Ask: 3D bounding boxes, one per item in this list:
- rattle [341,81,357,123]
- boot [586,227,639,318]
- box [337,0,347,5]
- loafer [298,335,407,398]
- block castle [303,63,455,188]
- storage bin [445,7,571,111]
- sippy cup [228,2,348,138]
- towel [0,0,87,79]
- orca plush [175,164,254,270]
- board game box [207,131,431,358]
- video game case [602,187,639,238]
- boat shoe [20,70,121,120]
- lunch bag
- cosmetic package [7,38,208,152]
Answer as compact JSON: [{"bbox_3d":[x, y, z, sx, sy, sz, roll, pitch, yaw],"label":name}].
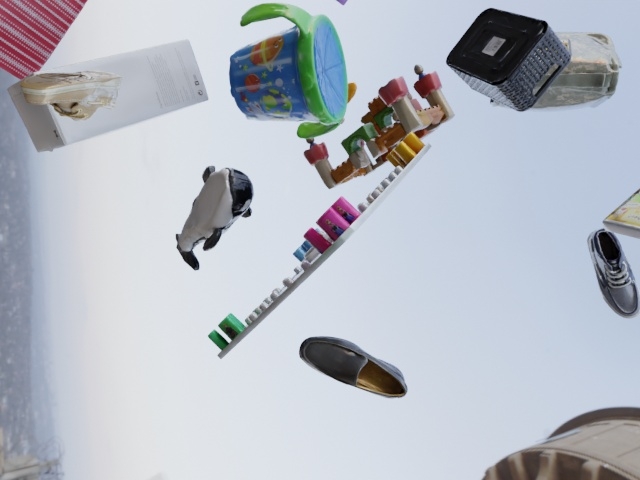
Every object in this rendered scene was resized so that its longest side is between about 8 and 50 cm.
[{"bbox_3d":[0.016,-0.463,1.643,0.143,0.199,0.130,-37,-125,35],"label":"rattle"},{"bbox_3d":[0.585,0.067,1.010,0.069,0.086,0.190,-24,-102,20],"label":"boot"},{"bbox_3d":[0.088,-0.549,0.804,0.293,0.057,0.201,-46,-142,30],"label":"box"},{"bbox_3d":[0.051,0.185,0.743,0.061,0.170,0.062,153,-43,-82],"label":"loafer"},{"bbox_3d":[0.180,-0.374,1.662,0.453,0.303,0.213,-31,-94,45],"label":"block castle"},{"bbox_3d":[0.321,-0.318,0.883,0.122,0.084,0.180,-52,-146,14],"label":"storage bin"},{"bbox_3d":[-0.077,-0.369,1.151,0.224,0.240,0.305,-3,-70,22],"label":"sippy cup"},{"bbox_3d":[-0.689,-0.530,1.167,0.031,0.199,0.275,36,-89,41],"label":"towel"},{"bbox_3d":[-0.173,-0.032,0.919,0.287,0.102,0.151,-54,-138,40],"label":"orca plush"},{"bbox_3d":[0.000,0.000,0.899,0.050,0.390,0.390,45,-51,0],"label":"board game box"},{"bbox_3d":[0.578,-0.060,0.737,0.026,0.206,0.227,55,-9,-24],"label":"video game case"},{"bbox_3d":[-0.314,-0.184,0.656,0.170,0.063,0.059,-58,159,-66],"label":"boat shoe"},{"bbox_3d":[0.500,-0.367,1.116,0.235,0.287,0.169,5,-71,15],"label":"lunch bag"},{"bbox_3d":[-0.468,-0.330,1.150,0.197,0.365,0.155,3,-63,43],"label":"cosmetic package"}]
